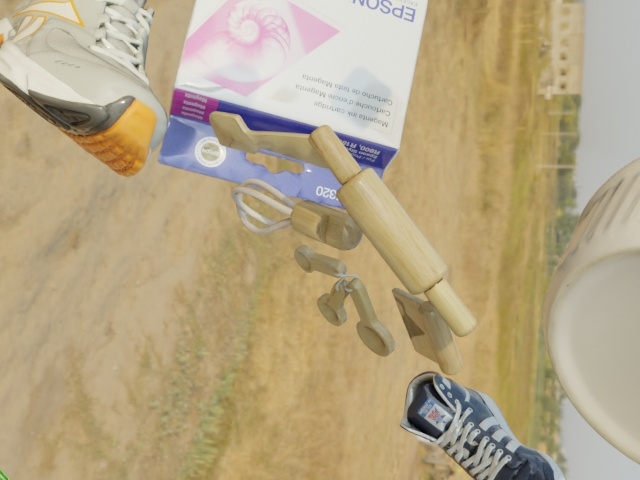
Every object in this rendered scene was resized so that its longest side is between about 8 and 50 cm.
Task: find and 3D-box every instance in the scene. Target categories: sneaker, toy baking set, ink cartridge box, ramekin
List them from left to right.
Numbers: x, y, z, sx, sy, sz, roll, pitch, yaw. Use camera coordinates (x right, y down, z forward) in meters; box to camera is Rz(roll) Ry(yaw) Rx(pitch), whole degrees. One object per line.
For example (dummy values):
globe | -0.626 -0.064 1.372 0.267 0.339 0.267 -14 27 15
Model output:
sneaker | -0.154 -0.136 0.523 0.121 0.262 0.099 -49 131 -3
ink cartridge box | -0.033 -0.231 1.097 0.071 0.324 0.330 145 -43 -74
toy baking set | 0.004 0.000 0.566 0.030 0.197 0.256 -38 96 -27
sneaker | 0.210 0.279 1.060 0.099 0.153 0.282 -57 -153 10
ramekin | 0.298 0.068 0.594 0.127 0.273 0.273 -34 129 -39

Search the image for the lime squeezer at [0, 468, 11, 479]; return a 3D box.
lime squeezer | -0.515 0.223 1.072 0.059 0.110 0.310 -55 129 -53
